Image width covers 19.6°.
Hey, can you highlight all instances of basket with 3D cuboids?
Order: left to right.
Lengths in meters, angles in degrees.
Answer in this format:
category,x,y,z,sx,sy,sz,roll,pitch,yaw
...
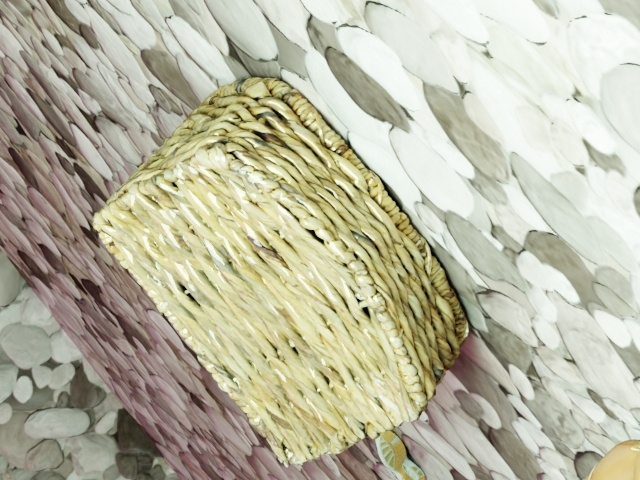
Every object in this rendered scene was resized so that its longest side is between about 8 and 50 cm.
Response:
category,x,y,z,sx,sy,sz,roll,pitch,yaw
basket,0.000,0.000,1.587,0.213,0.223,0.299,-29,104,40

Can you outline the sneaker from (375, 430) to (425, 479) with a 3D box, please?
category,x,y,z,sx,sy,sz,roll,pitch,yaw
sneaker,0.079,0.239,2.025,0.083,0.032,0.037,57,162,-24

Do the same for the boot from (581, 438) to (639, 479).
category,x,y,z,sx,sy,sz,roll,pitch,yaw
boot,0.298,0.276,1.391,0.283,0.109,0.220,68,161,12
